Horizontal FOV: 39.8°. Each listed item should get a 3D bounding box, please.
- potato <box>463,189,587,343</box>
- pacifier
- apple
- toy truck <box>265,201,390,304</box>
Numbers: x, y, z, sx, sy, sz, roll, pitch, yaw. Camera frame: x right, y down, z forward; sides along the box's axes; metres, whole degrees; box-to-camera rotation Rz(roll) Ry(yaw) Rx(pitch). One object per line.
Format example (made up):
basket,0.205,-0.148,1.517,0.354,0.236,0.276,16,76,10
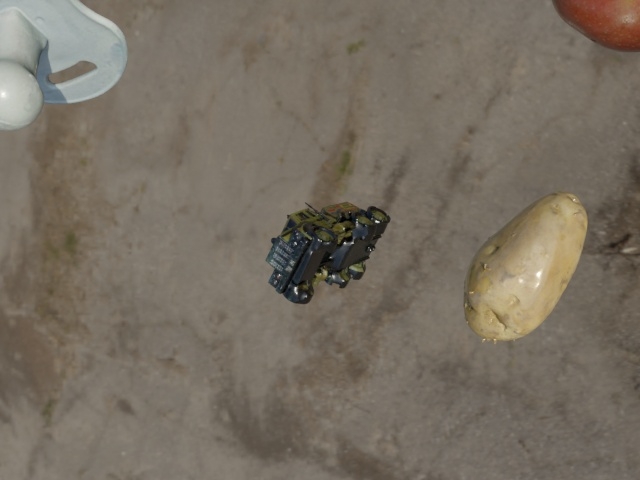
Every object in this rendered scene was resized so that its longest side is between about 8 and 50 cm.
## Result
potato,0.289,0.036,1.264,0.235,0.128,0.161,-47,27,20
pacifier,-0.379,-0.226,1.069,0.239,0.287,0.225,-17,52,17
apple,0.649,-0.542,1.809,0.348,0.349,0.277,61,141,28
toy truck,0.003,0.003,1.420,0.127,0.257,0.127,36,116,16
